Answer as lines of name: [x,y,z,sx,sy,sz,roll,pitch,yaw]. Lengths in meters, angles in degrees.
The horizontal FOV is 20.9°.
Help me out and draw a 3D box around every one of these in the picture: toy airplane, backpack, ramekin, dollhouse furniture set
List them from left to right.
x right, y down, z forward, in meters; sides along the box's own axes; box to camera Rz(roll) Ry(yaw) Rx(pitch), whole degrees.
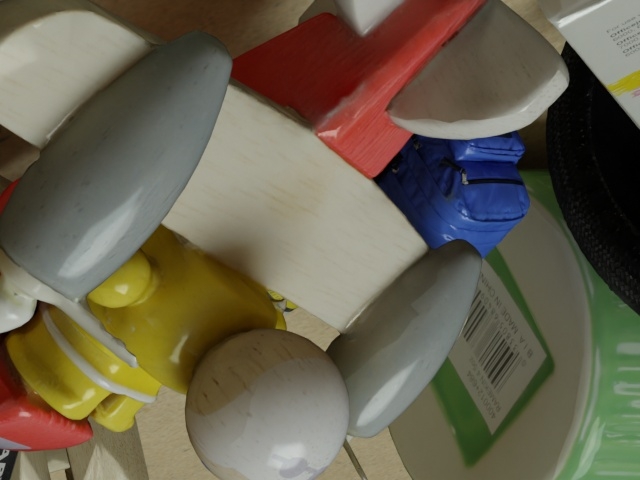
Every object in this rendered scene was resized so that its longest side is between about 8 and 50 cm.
dollhouse furniture set: [-0.237,0.138,1.382,0.144,0.123,0.151,-15,-170,-19]
toy airplane: [-0.032,0.001,0.939,0.386,0.272,0.384,-6,149,-24]
backpack: [0.083,-0.049,1.156,0.098,0.120,0.101,-3,150,-38]
ramekin: [0.175,0.085,1.324,0.148,0.303,0.303,4,146,-33]

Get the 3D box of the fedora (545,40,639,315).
fedora: [0.316,-0.063,1.082,0.334,0.334,0.152,-34,155,23]

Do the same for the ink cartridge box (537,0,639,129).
ink cartridge box: [0.190,-0.180,0.907,0.168,0.171,0.233,-30,157,15]

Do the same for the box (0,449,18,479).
box: [-0.311,0.200,1.118,0.073,0.295,0.293,16,175,21]

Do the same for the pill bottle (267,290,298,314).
pill bottle: [0.000,0.000,1.256,0.116,0.065,0.065,-33,155,23]
